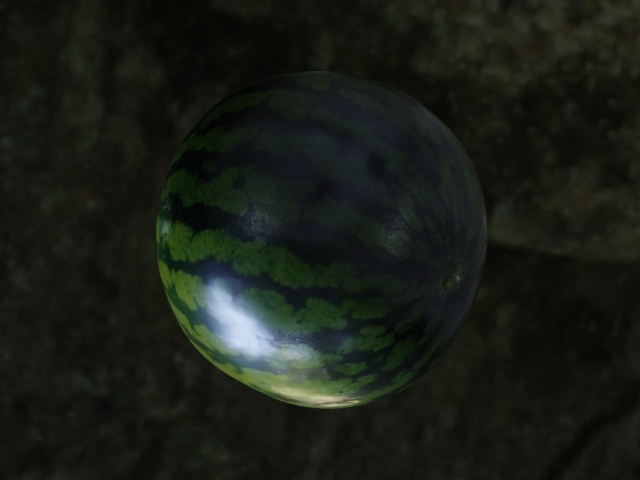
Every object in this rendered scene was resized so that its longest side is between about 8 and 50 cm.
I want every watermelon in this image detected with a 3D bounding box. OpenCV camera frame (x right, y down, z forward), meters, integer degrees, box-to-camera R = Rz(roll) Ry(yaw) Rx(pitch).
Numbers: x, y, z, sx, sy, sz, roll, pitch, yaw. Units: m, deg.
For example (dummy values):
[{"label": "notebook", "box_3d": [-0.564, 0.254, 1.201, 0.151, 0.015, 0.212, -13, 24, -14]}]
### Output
[{"label": "watermelon", "box_3d": [0.000, 0.000, 1.516, 0.285, 0.285, 0.285, -30, -54, -52]}]
